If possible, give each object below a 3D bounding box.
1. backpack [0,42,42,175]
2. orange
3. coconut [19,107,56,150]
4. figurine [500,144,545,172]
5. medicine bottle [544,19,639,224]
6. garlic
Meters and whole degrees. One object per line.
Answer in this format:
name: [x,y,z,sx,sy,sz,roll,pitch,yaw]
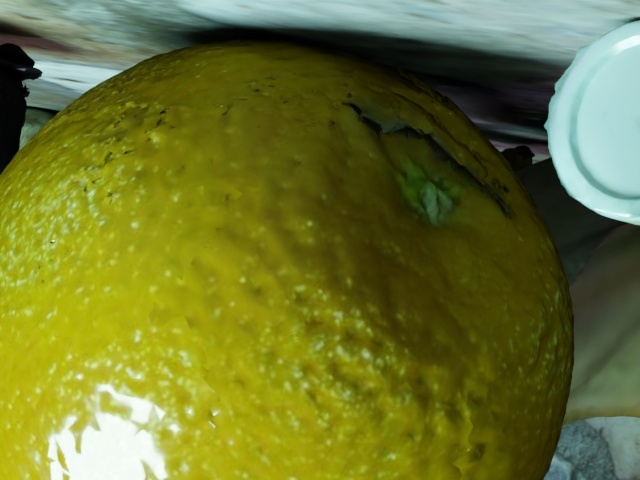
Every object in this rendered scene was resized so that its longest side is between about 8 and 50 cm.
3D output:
backpack: [-0.231,-0.059,0.714,0.165,0.106,0.120,5,-176,17]
orange: [-0.026,0.046,0.629,0.274,0.274,0.274,8,180,0]
coconut: [-0.277,-0.026,1.353,0.224,0.224,0.224,8,180,0]
figurine: [0.028,-0.015,0.920,0.263,0.143,0.162,-11,-151,-24]
medicine bottle: [0.167,-0.023,0.516,0.074,0.074,0.218,8,178,44]
garlic: [0.161,0.041,0.820,0.338,0.196,0.151,-2,174,-41]
